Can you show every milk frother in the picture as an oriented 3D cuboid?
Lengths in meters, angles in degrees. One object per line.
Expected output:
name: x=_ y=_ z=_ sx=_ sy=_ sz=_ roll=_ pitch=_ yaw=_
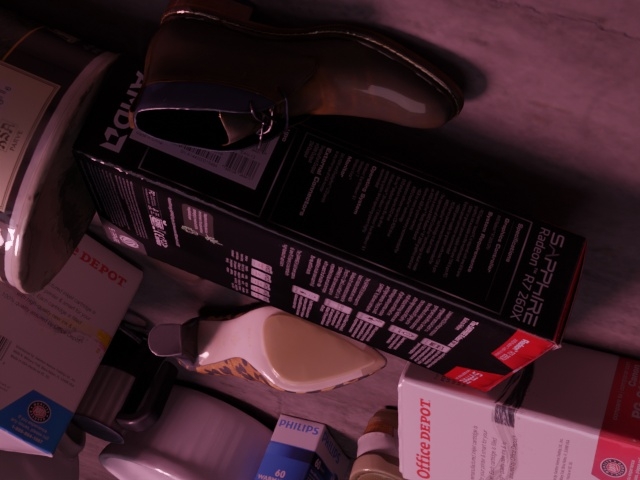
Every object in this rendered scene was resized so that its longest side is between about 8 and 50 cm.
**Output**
milk frother: x=-0.277 y=0.176 z=1.338 sx=0.129 sy=0.134 sz=0.143 roll=-9 pitch=139 yaw=45

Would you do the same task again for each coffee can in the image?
coffee can: x=-0.310 y=-0.101 z=0.785 sx=0.275 sy=0.201 sz=0.201 roll=23 pitch=153 yaw=0

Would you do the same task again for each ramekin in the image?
ramekin: x=-0.178 y=0.330 z=1.527 sx=0.277 sy=0.135 sz=0.277 roll=22 pitch=155 yaw=11

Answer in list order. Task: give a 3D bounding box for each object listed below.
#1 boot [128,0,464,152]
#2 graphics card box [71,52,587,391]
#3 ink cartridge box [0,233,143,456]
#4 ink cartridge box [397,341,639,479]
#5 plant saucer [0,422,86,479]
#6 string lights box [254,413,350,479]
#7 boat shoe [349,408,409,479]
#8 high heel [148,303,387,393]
boot: x=-0.020 y=-0.091 z=0.686 sx=0.219 sy=0.106 sz=0.082 roll=18 pitch=153 yaw=11
graphics card box: x=0.000 y=0.000 z=0.817 sx=0.371 sy=0.094 sz=0.233 roll=21 pitch=164 yaw=3
ink cartridge box: x=-0.348 y=0.096 z=1.142 sx=0.171 sy=0.232 sz=0.168 roll=39 pitch=151 yaw=-29
ink cartridge box: x=0.202 y=0.180 z=0.978 sx=0.237 sy=0.100 sz=0.172 roll=13 pitch=137 yaw=19
plant saucer: x=-0.408 y=0.208 z=1.378 sx=0.101 sy=0.400 sz=0.400 roll=-24 pitch=147 yaw=-5
string lights box: x=-0.049 y=0.391 z=1.413 sx=0.077 sy=0.259 sz=0.133 roll=8 pitch=148 yaw=26
boat shoe: x=0.179 y=0.310 z=1.264 sx=0.302 sy=0.103 sz=0.113 roll=34 pitch=138 yaw=-18
high heel: x=-0.049 y=0.123 z=1.164 sx=0.261 sy=0.093 sz=0.186 roll=5 pitch=173 yaw=8
